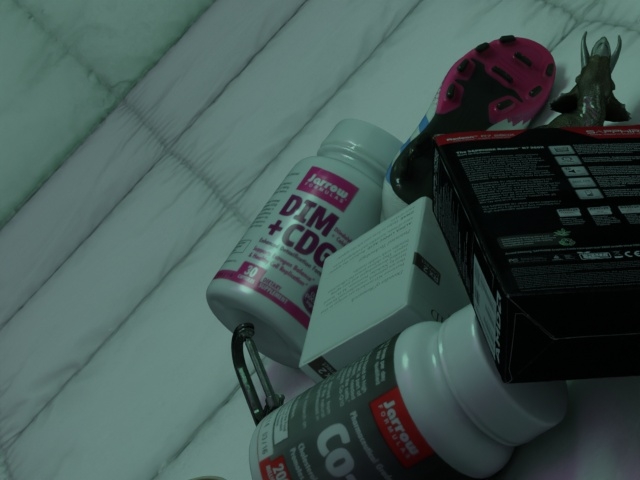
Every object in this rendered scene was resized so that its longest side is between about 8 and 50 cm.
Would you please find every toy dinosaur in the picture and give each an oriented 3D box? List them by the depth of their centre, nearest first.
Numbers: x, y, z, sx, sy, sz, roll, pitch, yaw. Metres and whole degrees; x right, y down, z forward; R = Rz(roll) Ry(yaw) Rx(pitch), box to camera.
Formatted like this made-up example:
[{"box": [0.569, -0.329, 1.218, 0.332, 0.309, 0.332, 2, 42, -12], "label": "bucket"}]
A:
[{"box": [0.238, -0.077, 1.910, 0.313, 0.121, 0.160, -44, 9, 21], "label": "toy dinosaur"}]

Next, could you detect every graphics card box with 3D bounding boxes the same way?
[{"box": [0.243, 0.001, 1.589, 0.232, 0.094, 0.371, -3, 24, -6], "label": "graphics card box"}]

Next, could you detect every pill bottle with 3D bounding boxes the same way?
[{"box": [0.083, 0.177, 1.652, 0.283, 0.161, 0.161, -34, 25, 30], "label": "pill bottle"}, {"box": [0.000, 0.000, 2.107, 0.283, 0.160, 0.160, -56, 23, -20], "label": "pill bottle"}]

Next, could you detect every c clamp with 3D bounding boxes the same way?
[{"box": [-0.071, 0.159, 2.024, 0.022, 0.137, 0.161, -13, 53, -18], "label": "c clamp"}]

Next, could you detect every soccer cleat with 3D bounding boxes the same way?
[{"box": [0.166, -0.118, 2.077, 0.331, 0.116, 0.143, -48, -13, -35], "label": "soccer cleat"}]

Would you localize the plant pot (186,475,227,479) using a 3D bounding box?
[{"box": [-0.109, 0.388, 1.603, 0.284, 0.191, 0.284, -38, 24, 20], "label": "plant pot"}]

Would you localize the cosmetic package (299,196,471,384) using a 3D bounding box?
[{"box": [0.092, 0.087, 1.804, 0.151, 0.151, 0.184, -33, 27, 31], "label": "cosmetic package"}]
